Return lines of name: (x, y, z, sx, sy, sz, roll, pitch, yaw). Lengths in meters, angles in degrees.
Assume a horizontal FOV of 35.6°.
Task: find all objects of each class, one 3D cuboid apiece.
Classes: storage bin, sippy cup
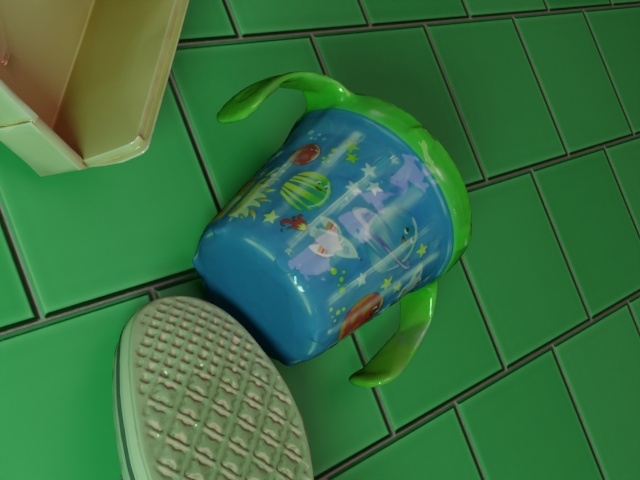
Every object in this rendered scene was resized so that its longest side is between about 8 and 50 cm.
storage bin: (-0.246, -0.234, 0.877, 0.262, 0.123, 0.261, 52, 39, -50)
sippy cup: (0.000, 0.000, 1.025, 0.305, 0.240, 0.224, 43, 54, 9)

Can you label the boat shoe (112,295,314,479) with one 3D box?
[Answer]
boat shoe: (-0.081, 0.286, 0.864, 0.186, 0.156, 0.500, -5, 64, -40)
